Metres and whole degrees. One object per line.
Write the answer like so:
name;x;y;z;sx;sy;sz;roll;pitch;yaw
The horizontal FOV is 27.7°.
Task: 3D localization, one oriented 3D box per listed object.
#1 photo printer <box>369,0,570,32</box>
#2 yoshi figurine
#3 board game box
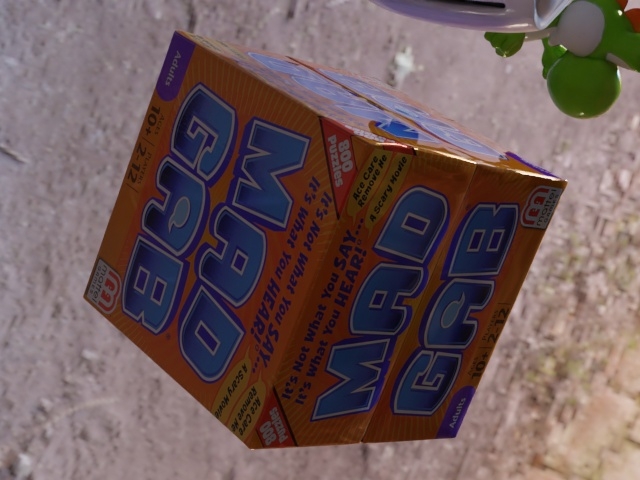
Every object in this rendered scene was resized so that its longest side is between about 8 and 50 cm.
photo printer;0.209;-0.359;1.621;0.307;0.256;0.107;-47;143;-44
yoshi figurine;0.324;-0.302;1.964;0.203;0.362;0.203;-49;156;-30
board game box;0.000;0.000;1.559;0.356;0.356;0.356;6;111;-45
